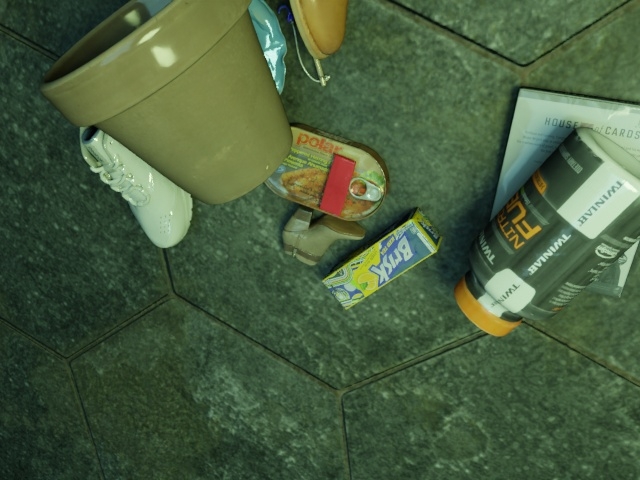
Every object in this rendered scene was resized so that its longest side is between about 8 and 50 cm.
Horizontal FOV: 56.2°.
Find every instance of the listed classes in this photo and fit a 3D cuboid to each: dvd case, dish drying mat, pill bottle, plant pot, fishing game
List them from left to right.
[{"bbox_3d":[-0.153,-0.174,0.720,0.263,0.263,0.229,-18,128,26],"label":"plant pot"},{"bbox_3d":[-0.132,-0.252,0.816,0.264,0.041,0.189,-17,106,18],"label":"fishing game"},{"bbox_3d":[0.023,-0.074,0.811,0.032,0.008,0.083,22,119,11],"label":"dish drying mat"},{"bbox_3d":[0.261,0.003,0.690,0.130,0.130,0.246,37,120,2],"label":"pill bottle"},{"bbox_3d":[0.309,-0.056,0.738,0.179,0.029,0.239,13,116,15],"label":"dvd case"}]

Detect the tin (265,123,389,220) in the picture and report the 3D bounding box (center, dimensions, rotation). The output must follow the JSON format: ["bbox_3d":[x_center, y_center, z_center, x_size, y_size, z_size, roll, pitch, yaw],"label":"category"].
[{"bbox_3d":[0.004,-0.097,0.833,0.189,0.040,0.106,22,122,11],"label":"tin"}]

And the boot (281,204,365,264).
[{"bbox_3d":[0.000,0.000,0.878,0.118,0.042,0.087,24,125,11],"label":"boot"}]

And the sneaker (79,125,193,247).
[{"bbox_3d":[-0.289,-0.117,0.882,0.111,0.129,0.297,-14,108,23],"label":"sneaker"}]

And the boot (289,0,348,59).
[{"bbox_3d":[0.077,-0.348,0.669,0.220,0.109,0.284,5,107,14],"label":"boot"}]

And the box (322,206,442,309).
[{"bbox_3d":[0.086,0.027,0.845,0.169,0.054,0.059,-37,96,29],"label":"box"}]
